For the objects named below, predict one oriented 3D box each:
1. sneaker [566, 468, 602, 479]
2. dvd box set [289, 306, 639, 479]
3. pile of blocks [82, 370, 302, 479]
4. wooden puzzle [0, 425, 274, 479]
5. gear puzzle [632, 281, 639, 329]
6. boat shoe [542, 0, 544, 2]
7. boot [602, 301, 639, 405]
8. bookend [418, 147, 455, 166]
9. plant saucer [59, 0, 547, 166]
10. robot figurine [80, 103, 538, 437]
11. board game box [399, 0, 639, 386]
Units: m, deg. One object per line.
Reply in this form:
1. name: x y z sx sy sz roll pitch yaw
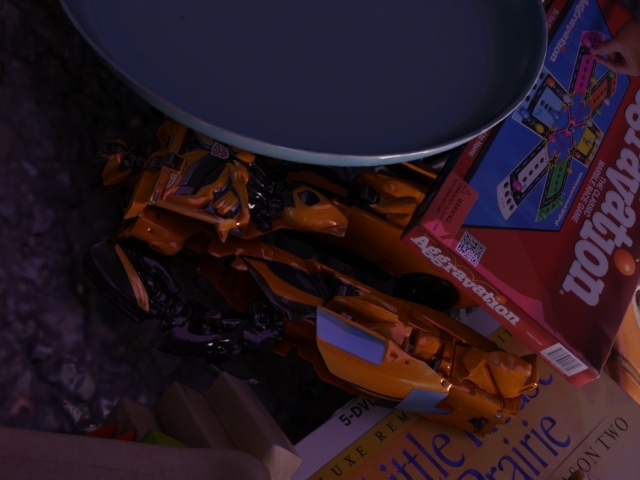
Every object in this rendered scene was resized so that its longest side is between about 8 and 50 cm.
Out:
1. sneaker: 0.170 0.177 0.658 0.037 0.032 0.083 24 42 -8
2. dvd box set: 0.183 0.240 0.677 0.420 0.062 0.308 45 43 16
3. pile of blocks: -0.075 0.185 0.449 0.113 0.149 0.362 34 29 -31
4. wooden puzzle: -0.194 0.193 0.324 0.348 0.080 0.322 6 59 -4
5. gear puzzle: 0.317 0.017 1.025 0.175 0.044 0.338 -30 93 -45
6. boat shoe: 0.121 -0.260 0.932 0.324 0.123 0.119 32 88 -42
7. boot: 0.258 0.093 0.924 0.152 0.073 0.197 36 63 -24
8. bookend: 0.089 -0.151 0.812 0.156 0.157 0.072 43 48 -22
9. plant saucer: -0.013 -0.158 0.689 0.318 0.043 0.317 8 50 -10
10. robot figurine: 0.000 0.000 0.675 0.291 0.085 0.211 25 50 -14
11. board game box: 0.169 -0.055 0.716 0.145 0.027 0.281 40 54 -9
